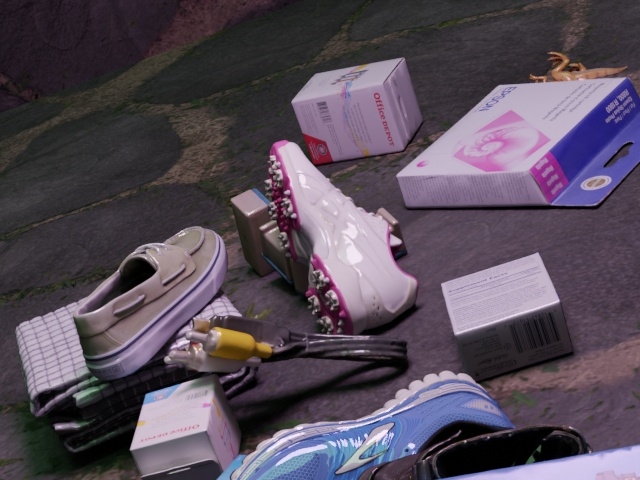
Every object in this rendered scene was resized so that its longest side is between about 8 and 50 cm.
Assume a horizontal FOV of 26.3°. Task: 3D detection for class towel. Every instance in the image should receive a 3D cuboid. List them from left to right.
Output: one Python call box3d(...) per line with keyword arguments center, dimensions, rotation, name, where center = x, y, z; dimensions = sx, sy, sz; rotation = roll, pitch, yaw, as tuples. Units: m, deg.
box3d(center=(-0.241, 0.154, 1.774), dimensions=(0.284, 0.121, 0.235), rotation=(-23, 24, -11), name="towel")

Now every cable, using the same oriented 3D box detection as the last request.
box3d(center=(-0.044, 0.140, 1.628), dimensions=(0.287, 0.072, 0.139), rotation=(11, -21, -18), name="cable")

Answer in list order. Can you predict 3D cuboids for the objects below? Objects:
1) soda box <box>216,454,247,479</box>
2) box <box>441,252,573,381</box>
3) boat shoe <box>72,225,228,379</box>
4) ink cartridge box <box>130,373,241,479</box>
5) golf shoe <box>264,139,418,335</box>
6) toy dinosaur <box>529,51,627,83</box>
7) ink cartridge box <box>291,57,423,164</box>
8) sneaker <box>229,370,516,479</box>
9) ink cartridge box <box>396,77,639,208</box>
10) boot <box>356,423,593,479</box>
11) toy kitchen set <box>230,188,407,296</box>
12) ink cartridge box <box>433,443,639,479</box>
box3d(center=(-0.102, 0.305, 1.376), dimensions=(0.071, 0.067, 0.210), rotation=(-2, 29, 37), name="soda box")
box3d(center=(0.216, 0.089, 1.599), dimensions=(0.126, 0.072, 0.137), rotation=(-18, 23, 6), name="box")
box3d(center=(-0.203, 0.054, 1.697), dimensions=(0.109, 0.094, 0.302), rotation=(-5, 28, 25), name="boat shoe")
box3d(center=(-0.151, 0.233, 1.548), dimensions=(0.092, 0.089, 0.143), rotation=(-16, 23, 9), name="ink cartridge box")
box3d(center=(0.023, -0.009, 1.813), dimensions=(0.140, 0.115, 0.306), rotation=(-15, 62, -19), name="golf shoe")
box3d(center=(0.419, -0.266, 2.275), dimensions=(0.212, 0.064, 0.112), rotation=(-19, 39, 26), name="toy dinosaur")
box3d(center=(0.067, -0.222, 2.350), dimensions=(0.176, 0.128, 0.127), rotation=(-7, 26, 27), name="ink cartridge box")
box3d(center=(0.049, 0.237, 1.330), dimensions=(0.330, 0.129, 0.147), rotation=(-26, 21, -16), name="sneaker")
box3d(center=(0.332, -0.151, 2.055), dimensions=(0.330, 0.071, 0.324), rotation=(-1, 29, 41), name="ink cartridge box")
box3d(center=(0.168, 0.201, 1.180), dimensions=(0.263, 0.091, 0.229), rotation=(-7, -15, -23), name="boot")
box3d(center=(0.000, 0.000, 1.969), dimensions=(0.166, 0.122, 0.207), rotation=(-28, 44, -19), name="toy kitchen set")
box3d(center=(0.155, 0.305, 0.975), dimensions=(0.396, 0.151, 0.270), rotation=(-14, 42, 16), name="ink cartridge box")
